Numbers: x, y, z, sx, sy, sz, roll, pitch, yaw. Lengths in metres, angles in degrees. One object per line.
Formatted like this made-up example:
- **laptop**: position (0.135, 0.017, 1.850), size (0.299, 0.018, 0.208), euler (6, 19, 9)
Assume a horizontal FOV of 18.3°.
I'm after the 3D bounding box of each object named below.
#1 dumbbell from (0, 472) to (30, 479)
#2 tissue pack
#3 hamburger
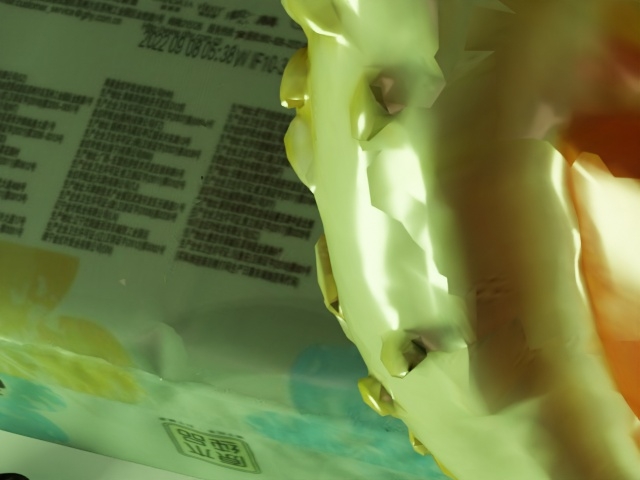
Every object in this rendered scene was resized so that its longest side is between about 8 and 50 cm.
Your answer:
- **dumbbell**: position (-0.114, 0.197, 0.645), size (0.140, 0.124, 0.225), euler (-30, 84, 57)
- **tissue pack**: position (0.000, 0.000, 0.603), size (0.229, 0.145, 0.159), euler (12, 67, 15)
- **hamburger**: position (0.163, -0.058, 0.382), size (0.250, 0.330, 0.330), euler (18, 102, 40)
